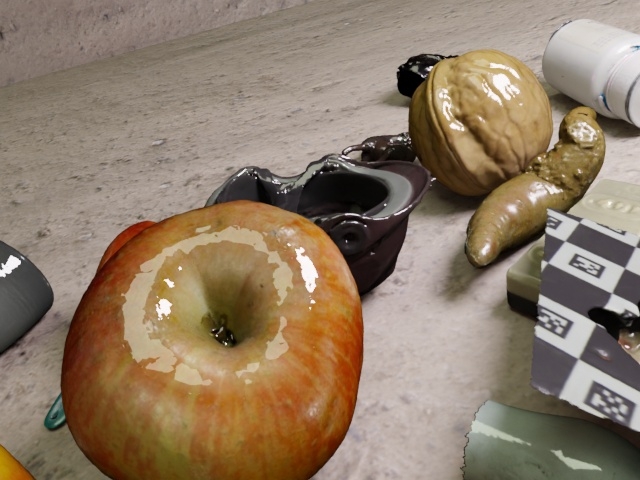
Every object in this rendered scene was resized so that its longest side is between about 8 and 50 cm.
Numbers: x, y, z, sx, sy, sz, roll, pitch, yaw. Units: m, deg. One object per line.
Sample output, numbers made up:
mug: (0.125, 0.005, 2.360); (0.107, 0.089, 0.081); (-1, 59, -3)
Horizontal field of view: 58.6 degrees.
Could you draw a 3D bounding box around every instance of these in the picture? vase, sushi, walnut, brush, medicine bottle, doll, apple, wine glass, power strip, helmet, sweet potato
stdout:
vase: (-0.545, 0.154, 0.795); (0.173, 0.173, 0.321); (3, 45, 26)
sushi: (0.345, 0.113, 0.524); (0.320, 0.068, 0.339); (20, 33, 12)
walnut: (0.244, -0.183, 0.891); (0.228, 0.228, 0.228); (-11, 34, 7)
brush: (-0.321, 0.169, 0.782); (0.043, 0.032, 0.193); (-3, 34, 18)
medicine bottle: (0.524, -0.301, 1.022); (0.143, 0.143, 0.258); (-17, 33, -2)
doll: (0.124, -0.166, 1.070); (0.165, 0.057, 0.139); (-28, 33, -26)
apple: (-0.101, 0.122, 0.583); (0.302, 0.301, 0.301); (-11, 34, 7)
wine glass: (0.224, 0.198, 0.469); (0.202, 0.093, 0.093); (9, 41, 33)
power strip: (0.346, 0.008, 0.716); (0.257, 0.070, 0.105); (-35, 39, -29)
helmet: (0.000, 0.000, 0.771); (0.306, 0.177, 0.225); (-3, 25, 4)
sweet potato: (0.292, -0.060, 0.784); (0.310, 0.124, 0.098); (-43, 63, -13)

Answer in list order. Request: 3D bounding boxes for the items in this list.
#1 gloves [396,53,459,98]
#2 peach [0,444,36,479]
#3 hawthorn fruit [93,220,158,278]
gloves: (0.260, -0.378, 1.271); (0.129, 0.106, 0.180); (12, 46, 37)
peach: (-0.364, 0.283, 0.425); (0.332, 0.307, 0.307); (-17, 30, 27)
hawthorn fruit: (-0.227, 0.063, 0.802); (0.174, 0.173, 0.179); (-10, 60, 8)
